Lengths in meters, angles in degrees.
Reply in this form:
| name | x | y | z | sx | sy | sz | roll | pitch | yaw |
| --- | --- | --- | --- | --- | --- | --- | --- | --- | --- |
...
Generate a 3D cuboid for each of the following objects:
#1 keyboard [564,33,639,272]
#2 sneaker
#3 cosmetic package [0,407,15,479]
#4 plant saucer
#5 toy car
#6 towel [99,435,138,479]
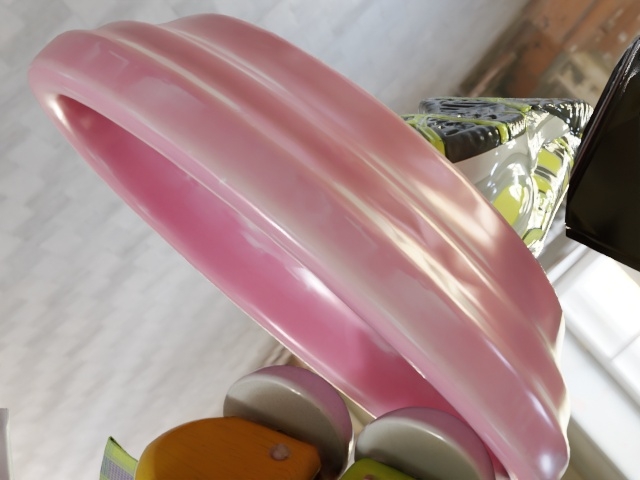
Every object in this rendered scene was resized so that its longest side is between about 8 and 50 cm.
| name | x | y | z | sx | sy | sz | roll | pitch | yaw |
| --- | --- | --- | --- | --- | --- | --- | --- | --- | --- |
| keyboard | 0.299 | -0.027 | 0.560 | 0.202 | 0.317 | 0.033 | -68 | 172 | 25 |
| sneaker | 0.140 | -0.046 | 0.941 | 0.384 | 0.145 | 0.147 | -24 | 114 | -60 |
| cosmetic package | -0.347 | 0.238 | 0.585 | 0.377 | 0.284 | 0.097 | -4 | 130 | -17 |
| plant saucer | 0.000 | 0.000 | 0.570 | 0.084 | 0.332 | 0.332 | -50 | 167 | -10 |
| toy car | -0.007 | 0.158 | 0.544 | 0.159 | 0.182 | 0.136 | -42 | 137 | -48 |
| towel | -0.164 | 0.209 | 0.940 | 0.009 | 0.060 | 0.083 | -37 | 150 | -45 |
